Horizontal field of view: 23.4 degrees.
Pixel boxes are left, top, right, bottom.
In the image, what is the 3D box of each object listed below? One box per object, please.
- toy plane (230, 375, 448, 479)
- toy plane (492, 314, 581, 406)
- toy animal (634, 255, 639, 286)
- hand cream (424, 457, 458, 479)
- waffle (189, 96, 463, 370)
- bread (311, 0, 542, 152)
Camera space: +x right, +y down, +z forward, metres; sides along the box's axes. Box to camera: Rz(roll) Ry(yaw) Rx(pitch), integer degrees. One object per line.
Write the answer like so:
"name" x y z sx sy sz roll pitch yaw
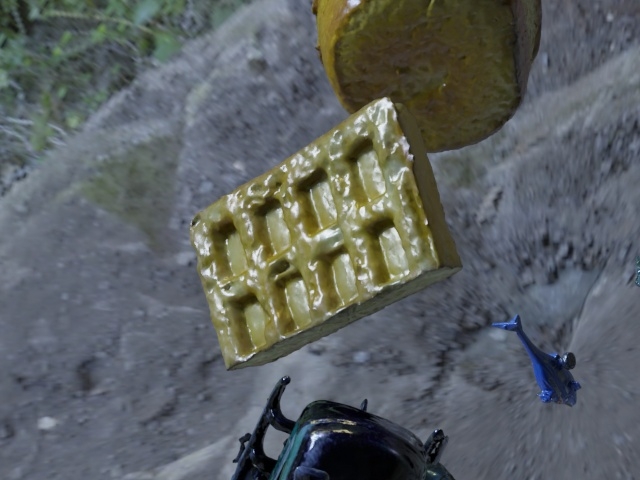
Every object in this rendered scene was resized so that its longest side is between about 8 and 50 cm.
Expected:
"toy plane" -0.024 0.207 0.859 0.106 0.155 0.382 22 131 -5
"toy plane" 0.264 0.147 1.852 0.054 0.167 0.062 -6 42 43
"toy animal" 0.466 -0.018 1.709 0.253 0.079 0.070 -11 122 14
"hand cream" 0.136 0.239 1.426 0.248 0.075 0.052 29 96 21
"waffle" 0.000 0.000 1.422 0.274 0.057 0.168 -30 68 35
"bread" 0.110 -0.217 1.640 0.268 0.146 0.268 0 126 0
